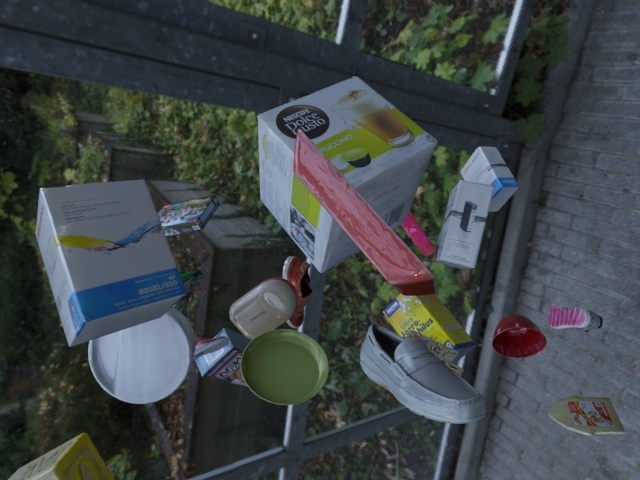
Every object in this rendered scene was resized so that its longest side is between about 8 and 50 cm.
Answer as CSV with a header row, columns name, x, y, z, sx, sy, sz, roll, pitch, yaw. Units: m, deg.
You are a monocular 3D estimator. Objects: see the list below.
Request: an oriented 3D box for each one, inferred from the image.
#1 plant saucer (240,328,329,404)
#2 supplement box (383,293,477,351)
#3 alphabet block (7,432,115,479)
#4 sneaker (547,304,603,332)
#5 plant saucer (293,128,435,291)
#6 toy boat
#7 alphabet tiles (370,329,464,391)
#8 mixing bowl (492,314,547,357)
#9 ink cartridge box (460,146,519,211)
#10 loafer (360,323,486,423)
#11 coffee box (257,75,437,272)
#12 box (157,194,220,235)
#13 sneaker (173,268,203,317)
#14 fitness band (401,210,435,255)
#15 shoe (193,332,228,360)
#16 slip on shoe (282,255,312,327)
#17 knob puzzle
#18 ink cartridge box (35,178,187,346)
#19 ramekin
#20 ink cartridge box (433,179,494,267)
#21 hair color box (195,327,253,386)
name,x,y,z,sx,sy,sz,roll,pitch,yaw
plant saucer,-0.098,0.349,1.134,0.241,0.241,0.037,50,142,41
supplement box,0.492,0.400,1.886,0.194,0.195,0.356,-52,54,25
alphabet block,-0.699,0.671,1.084,0.192,0.197,0.193,62,174,-7
sneaker,0.666,0.208,1.080,0.170,0.074,0.063,101,-176,-80
plant saucer,0.065,-0.016,0.614,0.047,0.258,0.259,-42,71,4
toy boat,-0.176,0.207,1.354,0.231,0.151,0.151,-35,101,18
alphabet tiles,0.361,0.485,1.601,0.342,0.285,0.011,19,140,49
mixing bowl,0.721,0.339,1.519,0.181,0.181,0.098,-54,15,40
ink cartridge box,0.633,-0.232,1.557,0.148,0.085,0.203,112,150,-55
loafer,0.178,0.245,0.796,0.319,0.112,0.112,10,100,61
coffee box,0.051,-0.188,1.164,0.334,0.337,0.338,49,154,24
box,-0.497,-0.086,1.486,0.233,0.159,0.044,-8,127,20
sneaker,-0.498,0.251,1.404,0.344,0.146,0.134,-62,4,-28
fitness band,0.343,-0.047,1.526,0.054,0.291,0.209,-37,62,13
shoe,-0.414,0.357,1.451,0.063,0.178,0.081,62,-177,-61
slip on shoe,-0.085,0.216,1.619,0.101,0.123,0.331,12,121,17
knob puzzle,0.844,0.570,1.333,0.213,0.213,0.030,3,110,54
ink cartridge box,-0.378,0.035,0.735,0.171,0.168,0.233,-35,75,47
ramekin,-0.475,0.295,1.140,0.127,0.272,0.273,-95,5,-88
ink cartridge box,0.480,-0.048,1.400,0.114,0.197,0.273,15,87,9
hair color box,-0.365,0.537,1.857,0.185,0.374,0.113,-42,54,3
